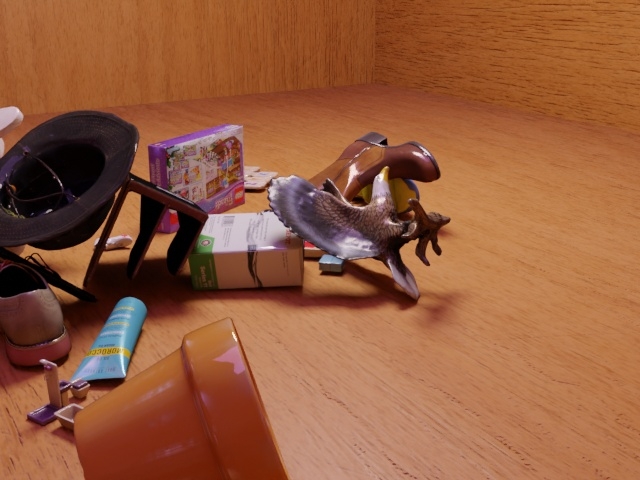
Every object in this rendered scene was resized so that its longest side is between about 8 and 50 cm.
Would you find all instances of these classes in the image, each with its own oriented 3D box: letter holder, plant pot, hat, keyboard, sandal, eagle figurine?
[{"bbox_3d":[-0.335,0.004,1.517,0.152,0.214,0.302,25,0,-15],"label":"letter holder"},{"bbox_3d":[-0.150,0.209,0.864,0.188,0.205,0.205,-20,21,-7],"label":"plant pot"},{"bbox_3d":[-0.440,-0.074,1.399,0.331,0.134,0.331,-11,44,11],"label":"hat"},{"bbox_3d":[-0.473,0.048,1.390,0.192,0.038,0.100,37,-20,-34],"label":"keyboard"},{"bbox_3d":[0.155,-0.144,2.009,0.138,0.126,0.317,-6,20,-28],"label":"sandal"},{"bbox_3d":[0.077,-0.034,1.487,0.298,0.226,0.225,1,41,28],"label":"eagle figurine"}]

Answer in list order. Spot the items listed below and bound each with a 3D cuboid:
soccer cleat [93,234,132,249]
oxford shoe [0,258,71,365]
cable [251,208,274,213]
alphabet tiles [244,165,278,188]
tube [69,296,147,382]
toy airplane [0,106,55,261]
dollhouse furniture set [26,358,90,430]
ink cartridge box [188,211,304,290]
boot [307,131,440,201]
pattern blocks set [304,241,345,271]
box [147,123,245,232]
[{"bbox_3d":[-0.442,0.006,1.722,0.083,0.029,0.035,-2,27,8],"label":"soccer cleat"},{"bbox_3d":[-0.493,0.083,1.322,0.123,0.130,0.348,-17,23,-33],"label":"oxford shoe"},{"bbox_3d":[-0.113,-0.042,1.733,0.185,0.047,0.150,0,19,4],"label":"cable"},{"bbox_3d":[-0.270,-0.168,2.246,0.278,0.021,0.284,4,19,12],"label":"alphabet tiles"},{"bbox_3d":[-0.314,0.158,1.237,0.080,0.052,0.207,-10,23,6],"label":"tube"},{"bbox_3d":[-0.671,-0.080,1.603,0.386,0.272,0.384,23,56,33],"label":"toy airplane"},{"bbox_3d":[-0.318,0.194,1.059,0.114,0.081,0.091,12,22,34],"label":"dollhouse furniture set"},{"bbox_3d":[-0.133,0.017,1.529,0.209,0.086,0.153,-2,30,3],"label":"ink cartridge box"},{"bbox_3d":[0.092,-0.127,1.794,0.280,0.096,0.264,-38,47,-23],"label":"boot"},{"bbox_3d":[0.000,0.000,1.718,0.286,0.026,0.325,7,20,23],"label":"pattern blocks set"},{"bbox_3d":[-0.286,-0.153,1.917,0.057,0.200,0.293,11,21,29],"label":"box"}]
